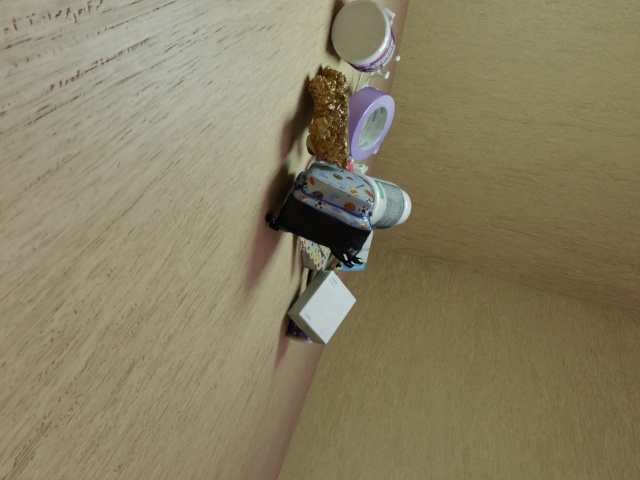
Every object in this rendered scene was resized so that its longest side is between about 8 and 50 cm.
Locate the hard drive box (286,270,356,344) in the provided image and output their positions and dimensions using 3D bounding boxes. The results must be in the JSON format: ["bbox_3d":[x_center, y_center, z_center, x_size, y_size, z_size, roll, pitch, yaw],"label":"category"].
[{"bbox_3d":[0.008,0.262,1.696,0.181,0.089,0.232,52,58,-21],"label":"hard drive box"}]

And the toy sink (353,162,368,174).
[{"bbox_3d":[0.124,-0.277,1.861,0.153,0.131,0.234,-50,153,-69],"label":"toy sink"}]

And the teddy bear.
[{"bbox_3d":[0.023,-0.336,1.188,0.245,0.113,0.337,68,22,-66],"label":"teddy bear"}]

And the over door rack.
[{"bbox_3d":[0.227,-0.709,1.725,0.239,0.108,0.324,-58,165,-18],"label":"over door rack"}]

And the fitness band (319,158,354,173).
[{"bbox_3d":[0.044,-0.160,1.458,0.209,0.054,0.290,-50,145,-31],"label":"fitness band"}]

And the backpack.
[{"bbox_3d":[0.019,-0.097,1.178,0.213,0.277,0.263,-59,-168,18],"label":"backpack"}]

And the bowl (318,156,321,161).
[{"bbox_3d":[0.032,-0.331,1.479,0.142,0.053,0.142,-65,166,-45],"label":"bowl"}]

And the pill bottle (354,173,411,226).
[{"bbox_3d":[0.221,-0.149,1.740,0.361,0.204,0.204,1,105,-56],"label":"pill bottle"}]

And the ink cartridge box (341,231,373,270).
[{"bbox_3d":[0.140,0.009,2.123,0.171,0.169,0.232,-110,-155,-54],"label":"ink cartridge box"}]

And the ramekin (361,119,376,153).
[{"bbox_3d":[0.232,-0.548,2.059,0.277,0.135,0.277,14,90,-81],"label":"ramekin"}]

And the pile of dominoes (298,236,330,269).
[{"bbox_3d":[-0.001,-0.025,1.519,0.251,0.040,0.195,62,39,-41],"label":"pile of dominoes"}]

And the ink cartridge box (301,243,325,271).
[{"bbox_3d":[0.000,0.000,1.704,0.153,0.087,0.208,86,22,-62],"label":"ink cartridge box"}]

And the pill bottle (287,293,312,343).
[{"bbox_3d":[-0.061,0.320,1.772,0.112,0.112,0.186,21,84,-81],"label":"pill bottle"}]

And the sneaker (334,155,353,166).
[{"bbox_3d":[0.049,-0.254,1.612,0.236,0.095,0.104,-56,164,-48],"label":"sneaker"}]

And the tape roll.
[{"bbox_3d":[0.175,-0.457,1.692,0.275,0.090,0.274,-41,154,-26],"label":"tape roll"}]

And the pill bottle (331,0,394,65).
[{"bbox_3d":[0.142,-0.614,1.325,0.301,0.170,0.169,-46,150,-70],"label":"pill bottle"}]

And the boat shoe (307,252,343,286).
[{"bbox_3d":[0.038,0.110,1.895,0.122,0.120,0.323,-63,177,-56],"label":"boat shoe"}]
